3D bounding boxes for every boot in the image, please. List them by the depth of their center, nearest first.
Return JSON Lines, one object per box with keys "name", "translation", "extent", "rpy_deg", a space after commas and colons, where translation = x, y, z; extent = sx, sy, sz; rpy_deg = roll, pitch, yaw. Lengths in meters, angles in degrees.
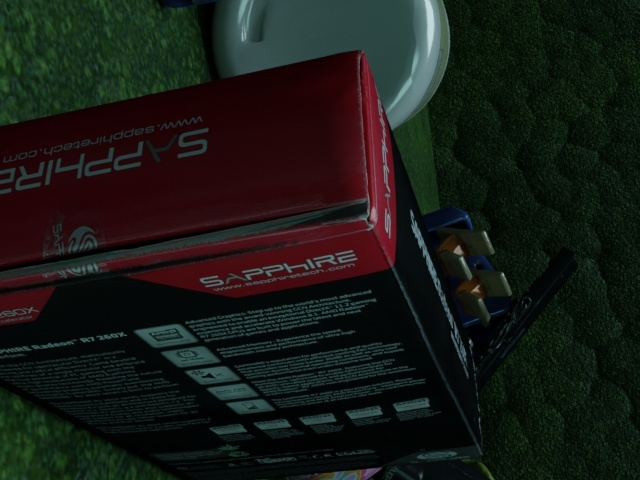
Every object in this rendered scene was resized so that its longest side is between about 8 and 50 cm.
{"name": "boot", "translation": [0.172, 0.333, 1.265], "extent": [0.094, 0.207, 0.246], "rpy_deg": [-61, 171, 16]}

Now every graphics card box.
{"name": "graphics card box", "translation": [-0.040, 0.055, 0.502], "extent": [0.371, 0.232, 0.094], "rpy_deg": [58, 26, -57]}

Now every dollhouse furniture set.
{"name": "dollhouse furniture set", "translation": [0.099, 0.063, 1.167], "extent": [0.262, 0.135, 0.259], "rpy_deg": [-43, 119, -26]}

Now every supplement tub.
{"name": "supplement tub", "translation": [0.028, -0.231, 0.992], "extent": [0.325, 0.235, 0.235], "rpy_deg": [-45, 124, -74]}

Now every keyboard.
{"name": "keyboard", "translation": [0.264, 0.141, 1.251], "extent": [0.033, 0.317, 0.201], "rpy_deg": [38, 6, 20]}

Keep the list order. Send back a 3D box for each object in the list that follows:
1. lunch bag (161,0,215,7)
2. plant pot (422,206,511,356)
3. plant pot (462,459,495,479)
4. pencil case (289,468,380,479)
{"name": "lunch bag", "translation": [-0.118, -0.246, 0.744], "extent": [0.098, 0.067, 0.065], "rpy_deg": [60, 24, -59]}
{"name": "plant pot", "translation": [0.178, 0.089, 1.416], "extent": [0.236, 0.236, 0.212], "rpy_deg": [53, 18, -66]}
{"name": "plant pot", "translation": [0.230, 0.496, 1.364], "extent": [0.254, 0.276, 0.276], "rpy_deg": [63, 18, -20]}
{"name": "pencil case", "translation": [-0.017, 0.118, 0.830], "extent": [0.124, 0.124, 0.284], "rpy_deg": [-81, 159, -53]}
